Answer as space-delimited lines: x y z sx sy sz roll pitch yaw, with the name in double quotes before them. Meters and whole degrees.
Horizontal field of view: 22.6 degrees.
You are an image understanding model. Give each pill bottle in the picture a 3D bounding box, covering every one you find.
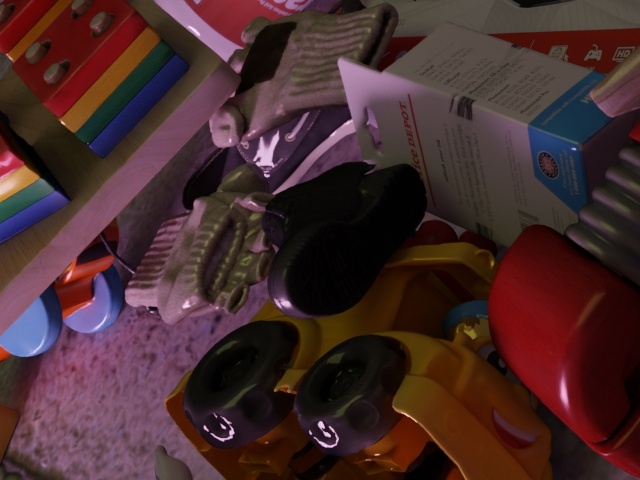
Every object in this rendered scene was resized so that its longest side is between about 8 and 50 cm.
"pill bottle" -0.061 -0.224 1.308 0.216 0.121 0.121 -42 36 24

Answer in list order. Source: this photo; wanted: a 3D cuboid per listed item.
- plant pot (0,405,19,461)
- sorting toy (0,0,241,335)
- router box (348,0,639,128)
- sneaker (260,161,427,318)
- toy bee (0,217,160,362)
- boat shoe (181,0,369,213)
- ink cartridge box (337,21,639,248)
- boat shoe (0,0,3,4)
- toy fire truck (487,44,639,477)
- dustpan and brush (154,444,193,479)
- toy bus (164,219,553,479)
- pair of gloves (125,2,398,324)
"plant pot" -0.322 0.166 1.362 0.081 0.083 0.081 -6 59 52
"sorting toy" -0.217 -0.091 1.167 0.255 0.089 0.257 -46 35 0
"router box" 0.186 -0.201 0.998 0.335 0.082 0.301 7 69 55
"sneaker" -0.001 -0.002 0.907 0.089 0.051 0.170 -8 22 39
"toy bee" -0.215 0.004 1.293 0.298 0.195 0.162 -19 90 15
"boat shoe" -0.031 -0.094 1.202 0.233 0.079 0.084 -39 39 29
"ink cartridge box" 0.100 -0.057 0.910 0.060 0.104 0.180 -40 45 -26
"boat shoe" -0.334 -0.249 1.739 0.226 0.083 0.075 -9 67 63
"toy fire truck" 0.158 -0.011 0.728 0.217 0.246 0.158 -54 33 6
"dustpan and brush" -0.056 0.187 0.944 0.060 0.147 0.211 -15 37 -5
"toy bus" 0.054 0.068 0.918 0.220 0.149 0.211 -4 44 50
"pair of gloves" -0.053 -0.054 1.070 0.240 0.042 0.204 -63 22 -8
